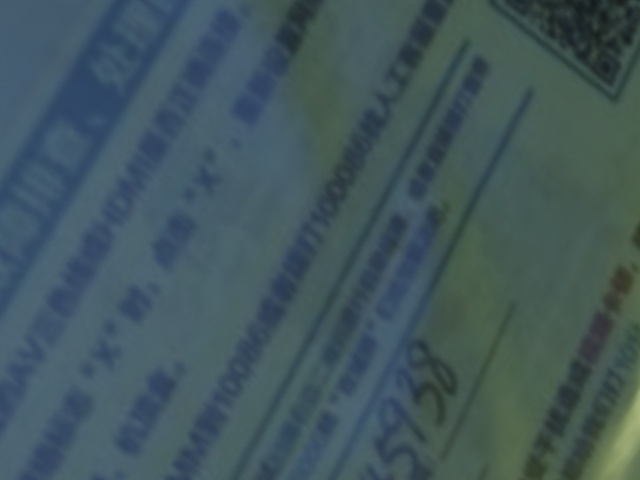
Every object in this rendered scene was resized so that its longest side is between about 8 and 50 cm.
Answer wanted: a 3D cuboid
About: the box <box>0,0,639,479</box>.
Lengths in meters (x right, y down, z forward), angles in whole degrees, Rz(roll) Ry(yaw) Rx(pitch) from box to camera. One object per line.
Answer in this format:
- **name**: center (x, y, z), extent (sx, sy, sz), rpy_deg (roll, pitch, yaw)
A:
- **box**: center (0.000, -0.001, 0.528), extent (0.396, 0.111, 0.396), rpy_deg (36, 69, -21)
